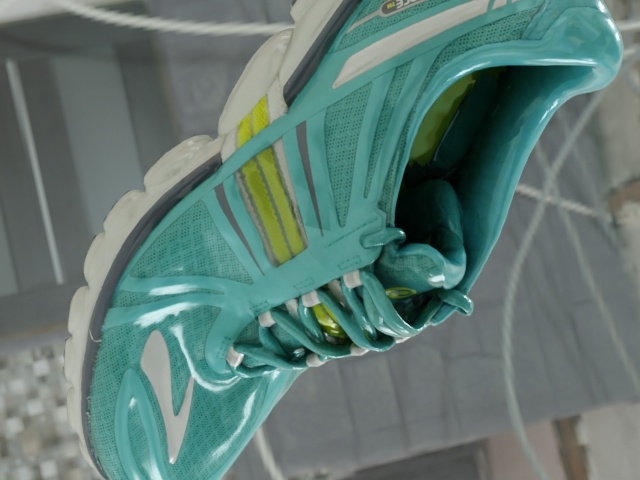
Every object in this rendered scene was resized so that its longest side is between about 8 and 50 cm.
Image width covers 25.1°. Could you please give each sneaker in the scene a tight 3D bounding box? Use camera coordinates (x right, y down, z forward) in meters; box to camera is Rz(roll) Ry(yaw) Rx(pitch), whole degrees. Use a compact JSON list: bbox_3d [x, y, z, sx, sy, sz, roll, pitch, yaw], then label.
[{"bbox_3d":[0.000,0.000,0.523,0.275,0.107,0.110,-54,-131,20],"label":"sneaker"}]
